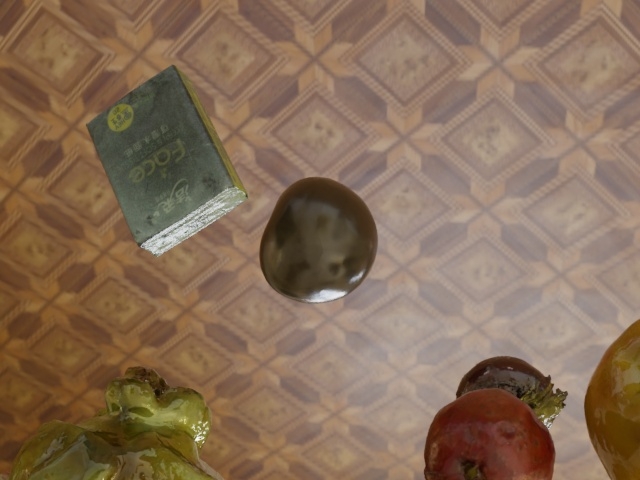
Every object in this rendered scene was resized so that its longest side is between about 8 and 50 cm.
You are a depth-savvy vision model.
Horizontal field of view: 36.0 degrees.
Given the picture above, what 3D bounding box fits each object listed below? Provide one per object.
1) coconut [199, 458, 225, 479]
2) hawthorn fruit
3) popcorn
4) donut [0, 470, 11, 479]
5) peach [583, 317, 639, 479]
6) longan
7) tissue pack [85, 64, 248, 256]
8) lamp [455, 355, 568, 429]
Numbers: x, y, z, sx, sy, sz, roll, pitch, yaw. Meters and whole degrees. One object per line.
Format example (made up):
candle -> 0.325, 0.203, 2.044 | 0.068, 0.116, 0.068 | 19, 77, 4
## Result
coconut -> -0.343, 0.601, 2.038 | 0.415, 0.344, 0.415 | 33, 149, 23
hawthorn fruit -> 0.215, 0.292, 1.303 | 0.179, 0.200, 0.179 | 4, 100, 26
popcorn -> -0.237, 0.288, 1.203 | 0.276, 0.277, 0.226 | 6, 138, 4
donut -> -0.489, 0.490, 1.388 | 0.142, 0.382, 0.383 | 32, 140, 33
peach -> 0.517, 0.261, 1.345 | 0.288, 0.289, 0.308 | -25, 117, 26
longan -> 0.000, 0.000, 1.640 | 0.196, 0.220, 0.197 | 15, 153, 8
tissue pack -> -0.247, -0.128, 1.574 | 0.185, 0.257, 0.081 | -32, 155, 10
lamp -> 0.291, 0.263, 1.554 | 0.156, 0.135, 0.157 | 32, 116, 3
